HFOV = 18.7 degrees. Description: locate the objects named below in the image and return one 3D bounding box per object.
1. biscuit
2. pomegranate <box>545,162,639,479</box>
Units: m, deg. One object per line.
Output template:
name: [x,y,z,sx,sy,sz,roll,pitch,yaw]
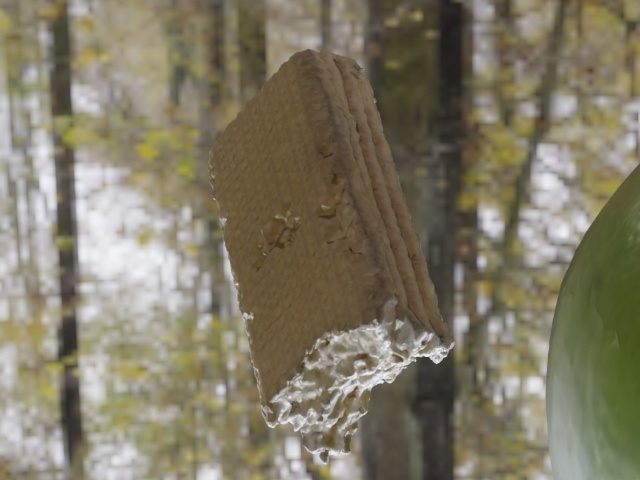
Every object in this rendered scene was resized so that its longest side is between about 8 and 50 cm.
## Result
biscuit: [0.000,0.000,1.072,0.062,0.108,0.239,23,-145,-33]
pomegranate: [0.158,0.047,0.489,0.241,0.189,0.159,20,165,-38]
